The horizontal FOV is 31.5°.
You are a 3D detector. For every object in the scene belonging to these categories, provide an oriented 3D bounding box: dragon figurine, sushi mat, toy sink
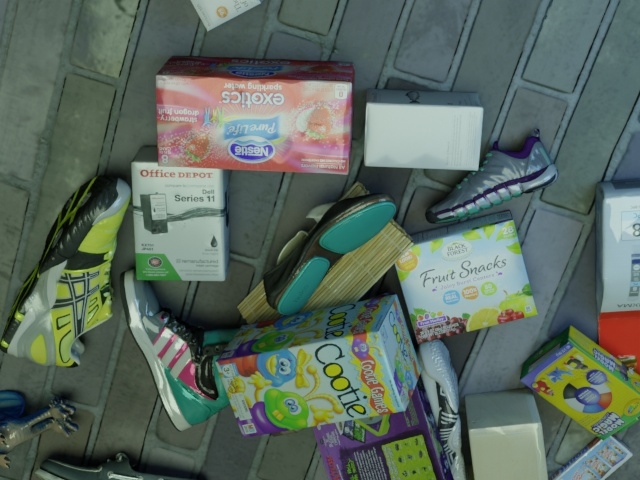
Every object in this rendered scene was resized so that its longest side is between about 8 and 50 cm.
[{"bbox_3d":[-0.573,0.326,2.025,0.289,0.144,0.085,3,114,23],"label":"dragon figurine"},{"bbox_3d":[0.003,0.061,1.890,0.316,0.019,0.151,-46,69,17],"label":"sushi mat"},{"bbox_3d":[0.319,0.395,1.954,0.131,0.153,0.234,-7,105,6],"label":"toy sink"}]

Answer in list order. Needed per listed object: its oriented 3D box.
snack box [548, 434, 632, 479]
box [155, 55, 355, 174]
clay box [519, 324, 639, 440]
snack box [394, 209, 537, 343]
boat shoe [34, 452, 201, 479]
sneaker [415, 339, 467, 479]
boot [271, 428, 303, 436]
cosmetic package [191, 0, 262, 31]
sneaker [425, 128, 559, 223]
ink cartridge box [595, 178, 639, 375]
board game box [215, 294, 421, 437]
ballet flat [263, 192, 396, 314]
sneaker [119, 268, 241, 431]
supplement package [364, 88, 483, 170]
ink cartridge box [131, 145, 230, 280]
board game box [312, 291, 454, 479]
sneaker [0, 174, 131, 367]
[{"bbox_3d":[0.472,0.418,2.033,0.064,0.022,0.178,41,108,-9],"label":"snack box"},{"bbox_3d":[-0.099,-0.196,1.771,0.300,0.142,0.154,3,112,2],"label":"box"},{"bbox_3d":[0.468,0.254,1.939,0.222,0.053,0.127,36,128,-9],"label":"clay box"},{"bbox_3d":[0.238,0.060,1.886,0.207,0.070,0.174,-14,106,7],"label":"snack box"},{"bbox_3d":[-0.359,0.445,2.070,0.320,0.116,0.099,16,68,4],"label":"boat shoe"},{"bbox_3d":[0.141,0.348,1.964,0.210,0.137,0.365,-5,108,7],"label":"sneaker"},{"bbox_3d":[-0.069,0.292,2.012,0.087,0.042,0.118,-30,107,7],"label":"boot"},{"bbox_3d":[-0.186,-0.449,1.726,0.099,0.060,0.239,-26,107,13],"label":"cosmetic package"},{"bbox_3d":[0.266,-0.101,1.835,0.224,0.083,0.098,-21,85,8],"label":"sneaker"},{"bbox_3d":[0.615,0.084,1.865,0.308,0.091,0.384,-4,109,5],"label":"ink cartridge box"},{"bbox_3d":[-0.001,0.200,1.798,0.275,0.142,0.144,-13,106,20],"label":"board game box"},{"bbox_3d":[0.000,0.000,1.837,0.280,0.096,0.095,-44,141,18],"label":"ballet flat"},{"bbox_3d":[-0.214,0.164,1.926,0.179,0.124,0.295,-21,102,4],"label":"sneaker"},{"bbox_3d":[0.159,-0.176,1.785,0.179,0.105,0.105,2,111,2],"label":"supplement package"},{"bbox_3d":[-0.228,-0.044,1.864,0.153,0.087,0.208,0,110,1],"label":"ink cartridge box"},{"bbox_3d":[0.079,0.280,1.896,0.208,0.056,0.346,-19,84,20],"label":"board game box"},{"bbox_3d":[-0.399,0.053,1.900,0.147,0.145,0.384,25,119,-18],"label":"sneaker"}]
